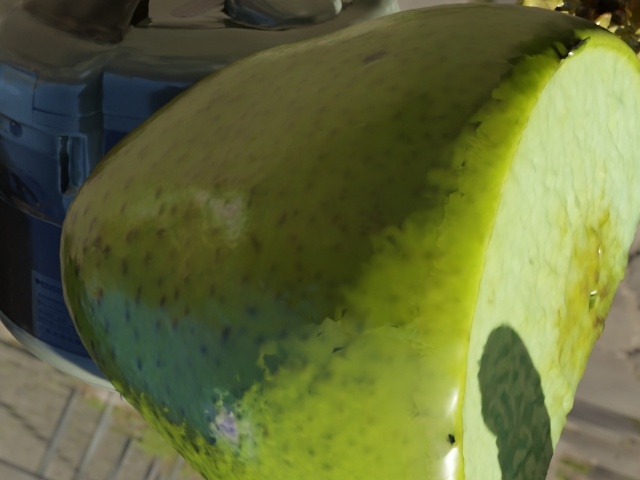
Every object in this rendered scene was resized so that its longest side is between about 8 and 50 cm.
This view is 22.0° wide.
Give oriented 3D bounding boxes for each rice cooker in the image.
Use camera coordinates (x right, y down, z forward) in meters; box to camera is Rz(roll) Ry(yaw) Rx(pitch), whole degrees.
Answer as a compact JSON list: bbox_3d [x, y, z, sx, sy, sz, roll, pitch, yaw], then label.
[{"bbox_3d":[-0.106,-0.083,1.233,0.335,0.335,0.325,16,122,19],"label":"rice cooker"}]

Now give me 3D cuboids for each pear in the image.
[{"bbox_3d":[0.000,0.000,0.918,0.318,0.342,0.238,4,140,30],"label":"pear"}]

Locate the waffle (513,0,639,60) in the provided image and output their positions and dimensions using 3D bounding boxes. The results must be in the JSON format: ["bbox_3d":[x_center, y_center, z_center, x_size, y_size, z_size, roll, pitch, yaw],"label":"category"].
[{"bbox_3d":[0.346,-0.244,1.519,0.261,0.151,0.324,-17,179,-20],"label":"waffle"}]
